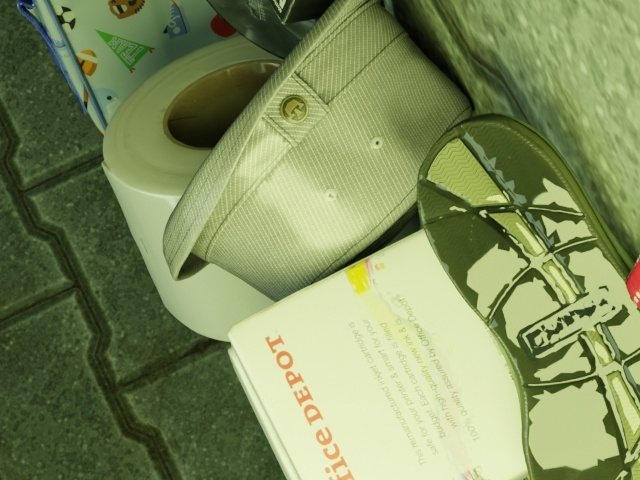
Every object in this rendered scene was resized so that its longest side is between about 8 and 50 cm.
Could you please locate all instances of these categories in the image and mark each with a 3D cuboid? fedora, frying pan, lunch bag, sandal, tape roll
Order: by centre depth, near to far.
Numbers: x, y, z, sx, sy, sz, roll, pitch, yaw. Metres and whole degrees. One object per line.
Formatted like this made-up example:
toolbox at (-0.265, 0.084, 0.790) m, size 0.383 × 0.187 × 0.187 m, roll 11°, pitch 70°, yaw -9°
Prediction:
sandal at (0.160, 0.060, 0.961) m, size 0.303 × 0.120 × 0.086 m, roll 66°, pitch -160°, yaw -2°
fedora at (0.015, -0.057, 1.127) m, size 0.124 × 0.275 × 0.244 m, roll 38°, pitch 161°, yaw 5°
frying pan at (-0.087, -0.243, 1.284) m, size 0.326 × 0.053 × 0.197 m, roll 37°, pitch 162°, yaw -7°
tape roll at (-0.049, -0.053, 1.414) m, size 0.246 × 0.246 × 0.169 m, roll 54°, pitch 167°, yaw 53°
lunch bag at (-0.185, -0.252, 1.680) m, size 0.115 × 0.243 × 0.303 m, roll 55°, pitch 169°, yaw 49°

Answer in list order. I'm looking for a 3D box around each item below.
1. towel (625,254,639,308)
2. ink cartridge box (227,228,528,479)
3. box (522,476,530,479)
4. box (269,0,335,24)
towel at (0.237, 0.098, 0.776) m, size 0.275 × 0.031 × 0.199 m, roll 62°, pitch 171°, yaw 16°
ink cartridge box at (0.075, 0.096, 1.092) m, size 0.171 × 0.232 × 0.168 m, roll 63°, pitch 172°, yaw 12°
box at (0.161, 0.142, 1.311) m, size 0.169 × 0.059 × 0.054 m, roll 58°, pitch 169°, yaw 39°
box at (-0.026, -0.272, 1.058) m, size 0.191 × 0.045 × 0.184 m, roll 61°, pitch 152°, yaw 24°
